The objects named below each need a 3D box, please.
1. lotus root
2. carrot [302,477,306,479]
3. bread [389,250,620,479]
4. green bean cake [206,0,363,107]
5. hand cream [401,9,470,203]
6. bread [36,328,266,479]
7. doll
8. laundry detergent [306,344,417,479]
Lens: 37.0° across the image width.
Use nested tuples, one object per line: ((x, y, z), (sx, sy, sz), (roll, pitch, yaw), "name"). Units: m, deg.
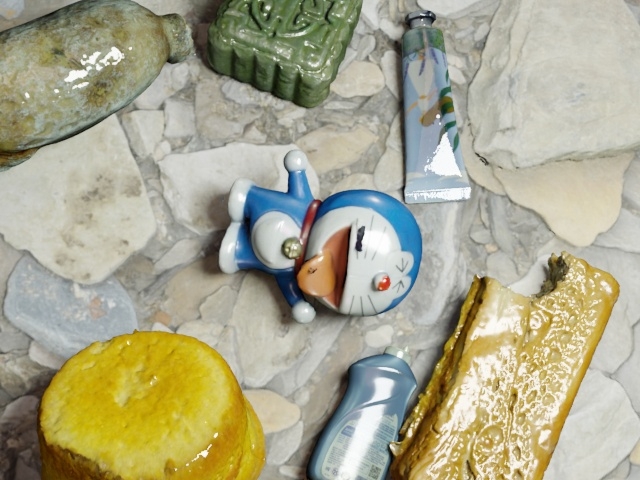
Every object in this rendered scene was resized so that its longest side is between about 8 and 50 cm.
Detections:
((-0.326, -0.220, 1.232), (0.349, 0.175, 0.175), (-32, 79, -16), "lotus root")
((0.042, 0.399, 1.131), (0.263, 0.102, 0.102), (42, 74, 1), "carrot")
((0.227, 0.173, 1.195), (0.185, 0.109, 0.380), (28, 72, 1), "bread")
((-0.047, -0.301, 1.325), (0.183, 0.094, 0.185), (22, 68, 3), "green bean cake")
((0.152, -0.186, 1.326), (0.091, 0.058, 0.271), (-3, 79, -3), "hand cream")
((-0.197, 0.219, 1.104), (0.268, 0.146, 0.268), (-1, 46, 1), "bread")
((0.000, 0.000, 1.202), (0.256, 0.161, 0.215), (9, 101, 9), "doll")
((0.061, 0.219, 1.191), (0.096, 0.061, 0.206), (25, 73, 3), "laundry detergent")
